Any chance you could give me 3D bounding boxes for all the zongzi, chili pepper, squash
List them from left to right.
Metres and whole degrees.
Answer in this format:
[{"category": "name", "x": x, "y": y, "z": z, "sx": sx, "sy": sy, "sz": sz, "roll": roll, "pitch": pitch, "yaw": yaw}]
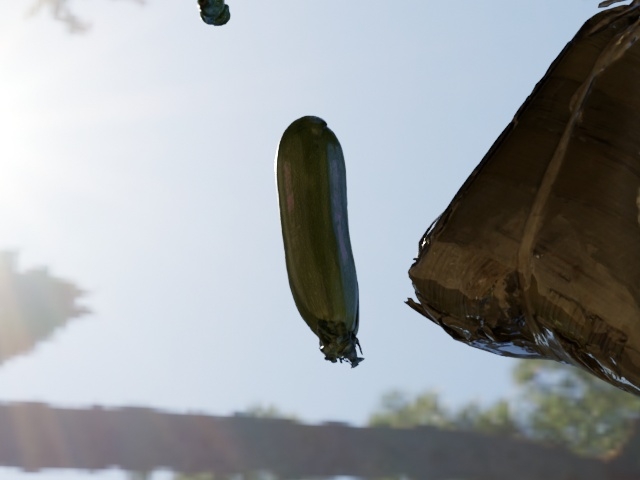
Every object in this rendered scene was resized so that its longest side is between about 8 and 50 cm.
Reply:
[{"category": "chili pepper", "x": -0.080, "y": -0.163, "z": 1.271, "sx": 0.027, "sy": 0.083, "sz": 0.022, "roll": -39, "pitch": -123, "yaw": 11}, {"category": "squash", "x": 0.000, "y": 0.000, "z": 1.265, "sx": 0.052, "sy": 0.052, "sz": 0.183, "roll": -36, "pitch": -125, "yaw": 46}, {"category": "zongzi", "x": 0.155, "y": -0.014, "z": 0.852, "sx": 0.197, "sy": 0.099, "sz": 0.194, "roll": 22, "pitch": -106, "yaw": 52}]
